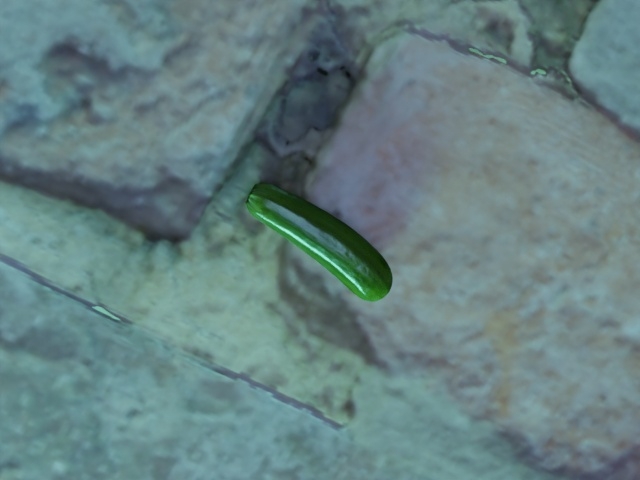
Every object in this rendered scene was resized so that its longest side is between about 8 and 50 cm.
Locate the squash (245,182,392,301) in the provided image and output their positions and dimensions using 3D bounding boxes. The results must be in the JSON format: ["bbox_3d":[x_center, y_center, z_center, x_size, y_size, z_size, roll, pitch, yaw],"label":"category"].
[{"bbox_3d":[0.001,0.000,0.980,0.089,0.027,0.027,38,93,-20],"label":"squash"}]
